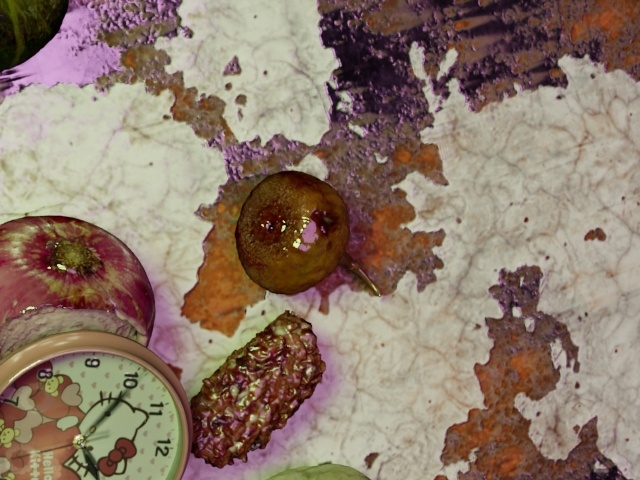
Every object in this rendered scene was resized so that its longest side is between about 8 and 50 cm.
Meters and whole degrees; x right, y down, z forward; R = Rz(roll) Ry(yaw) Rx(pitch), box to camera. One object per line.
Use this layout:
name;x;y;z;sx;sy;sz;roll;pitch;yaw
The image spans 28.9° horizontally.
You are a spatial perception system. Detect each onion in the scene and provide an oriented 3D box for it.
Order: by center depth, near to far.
onion;-0.287;0.057;1.335;0.207;0.200;0.201;-13;95;-4

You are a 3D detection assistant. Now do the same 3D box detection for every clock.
clock;-0.250;0.208;1.281;0.244;0.056;0.244;-5;104;-20

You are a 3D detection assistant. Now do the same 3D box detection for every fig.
fig;0.000;0.000;1.499;0.201;0.134;0.146;17;112;-43

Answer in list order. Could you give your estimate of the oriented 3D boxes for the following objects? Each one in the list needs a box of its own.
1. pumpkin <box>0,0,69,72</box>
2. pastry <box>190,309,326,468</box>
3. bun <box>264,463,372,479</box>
pumpkin;-0.372;-0.281;1.311;0.223;0.157;0.224;9;75;-36
pastry;-0.080;0.177;1.461;0.115;0.097;0.208;47;72;-9
bun;0.002;0.377;1.485;0.237;0.116;0.210;-17;97;-21
